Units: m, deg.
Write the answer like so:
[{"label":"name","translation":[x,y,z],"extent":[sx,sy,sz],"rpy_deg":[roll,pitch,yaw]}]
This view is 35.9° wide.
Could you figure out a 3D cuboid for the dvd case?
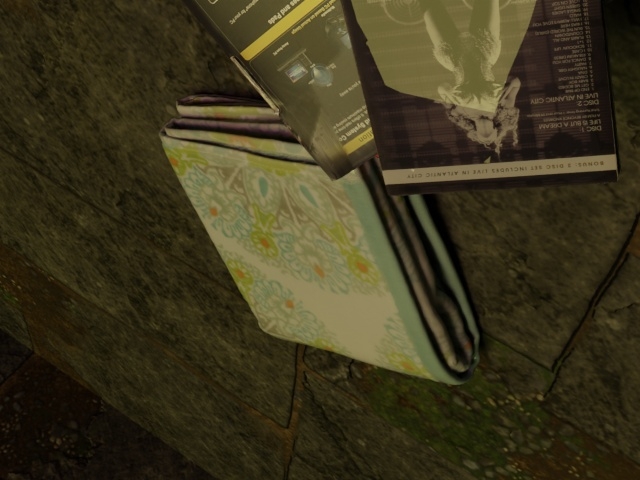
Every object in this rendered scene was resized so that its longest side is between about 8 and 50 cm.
[{"label":"dvd case","translation":[0.101,-0.130,0.643],"extent":[0.165,0.018,0.221],"rpy_deg":[-3,123,22]}]

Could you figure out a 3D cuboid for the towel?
[{"label":"towel","translation":[0.000,0.000,1.148],"extent":[0.321,0.090,0.374],"rpy_deg":[13,139,42]}]

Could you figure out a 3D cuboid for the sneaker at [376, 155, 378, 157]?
[{"label":"sneaker","translation":[-0.017,-0.207,0.877],"extent":[0.350,0.131,0.148],"rpy_deg":[53,162,-6]}]

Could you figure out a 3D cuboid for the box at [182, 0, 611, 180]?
[{"label":"box","translation":[0.059,-0.260,0.639],"extent":[0.395,0.097,0.318],"rpy_deg":[-32,104,36]}]
